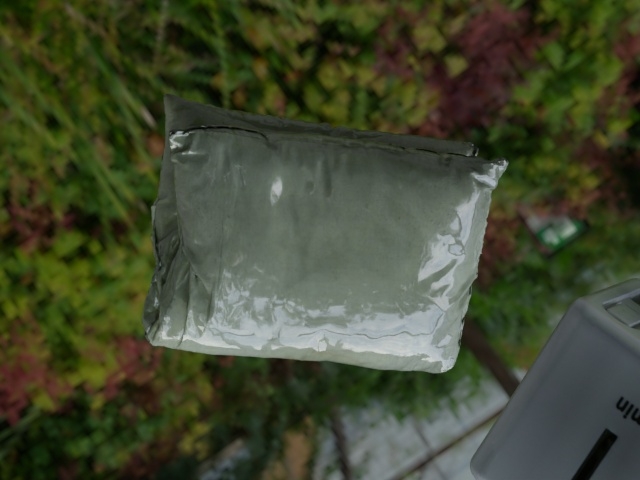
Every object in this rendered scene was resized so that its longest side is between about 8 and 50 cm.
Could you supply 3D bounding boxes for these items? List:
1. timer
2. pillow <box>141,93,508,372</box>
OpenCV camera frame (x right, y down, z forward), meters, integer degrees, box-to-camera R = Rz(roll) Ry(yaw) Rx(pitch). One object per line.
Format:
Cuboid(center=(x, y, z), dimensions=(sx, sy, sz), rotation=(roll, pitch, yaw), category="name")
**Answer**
Cuboid(center=(0.282, 0.170, 1.443), dimensions=(0.192, 0.194, 0.195), rotation=(-11, 133, -62), category="timer")
Cuboid(center=(0.000, 0.000, 0.865), dimensions=(0.181, 0.134, 0.078), rotation=(6, -172, -8), category="pillow")
